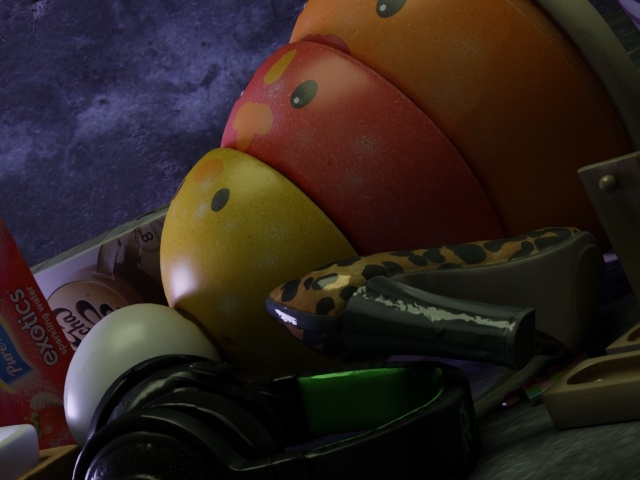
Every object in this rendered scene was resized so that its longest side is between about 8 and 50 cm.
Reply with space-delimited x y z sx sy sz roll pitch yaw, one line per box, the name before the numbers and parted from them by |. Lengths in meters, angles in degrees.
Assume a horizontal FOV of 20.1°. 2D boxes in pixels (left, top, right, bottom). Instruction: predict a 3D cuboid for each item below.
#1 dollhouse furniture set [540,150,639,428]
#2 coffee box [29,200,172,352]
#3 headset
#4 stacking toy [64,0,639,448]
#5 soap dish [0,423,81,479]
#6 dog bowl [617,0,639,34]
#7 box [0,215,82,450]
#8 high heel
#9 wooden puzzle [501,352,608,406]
dollhouse furniture set | 0.196 0.024 1.127 0.151 0.123 0.144 -32 10 -38
coffee box | -0.231 0.087 1.911 0.297 0.168 0.119 -25 8 10
headset | -0.098 0.127 1.170 0.394 0.185 0.243 -14 8 0
stacking toy | 0.000 0.000 1.387 0.480 0.350 0.350 -42 14 -22
soap dish | -0.330 0.245 1.375 0.229 0.118 0.291 -32 10 -39
dog bowl | 0.468 -0.306 1.772 0.408 0.150 0.408 -15 42 14
box | -0.328 0.108 1.751 0.128 0.257 0.122 -31 7 -31
high heel | 0.088 0.030 1.254 0.186 0.093 0.261 7 12 24
wooden puzzle | 0.160 0.093 1.218 0.083 0.006 0.049 -25 8 3
